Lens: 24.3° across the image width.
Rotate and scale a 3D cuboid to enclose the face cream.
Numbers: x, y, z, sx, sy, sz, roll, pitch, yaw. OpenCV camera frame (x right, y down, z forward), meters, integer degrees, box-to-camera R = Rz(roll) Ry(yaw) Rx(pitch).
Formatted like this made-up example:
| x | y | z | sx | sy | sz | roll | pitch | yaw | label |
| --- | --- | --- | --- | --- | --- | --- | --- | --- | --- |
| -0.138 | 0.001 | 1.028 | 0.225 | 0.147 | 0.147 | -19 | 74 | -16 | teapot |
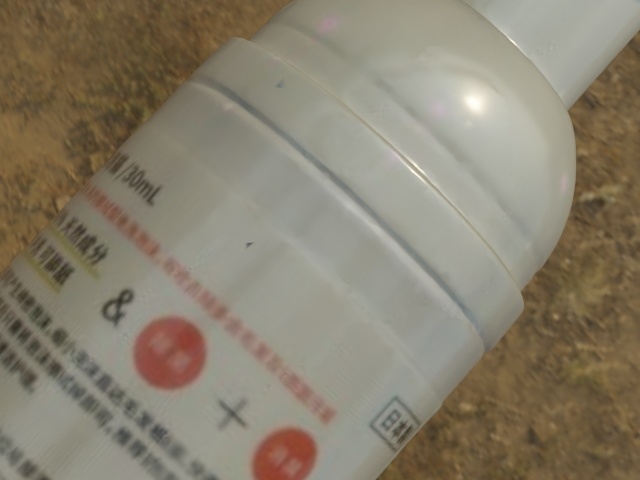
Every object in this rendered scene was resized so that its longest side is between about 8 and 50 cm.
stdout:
| x | y | z | sx | sy | sz | roll | pitch | yaw | label |
| --- | --- | --- | --- | --- | --- | --- | --- | --- | --- |
| 0.000 | 0.000 | 0.520 | 0.369 | 0.145 | 0.145 | -46 | 122 | -6 | face cream |
